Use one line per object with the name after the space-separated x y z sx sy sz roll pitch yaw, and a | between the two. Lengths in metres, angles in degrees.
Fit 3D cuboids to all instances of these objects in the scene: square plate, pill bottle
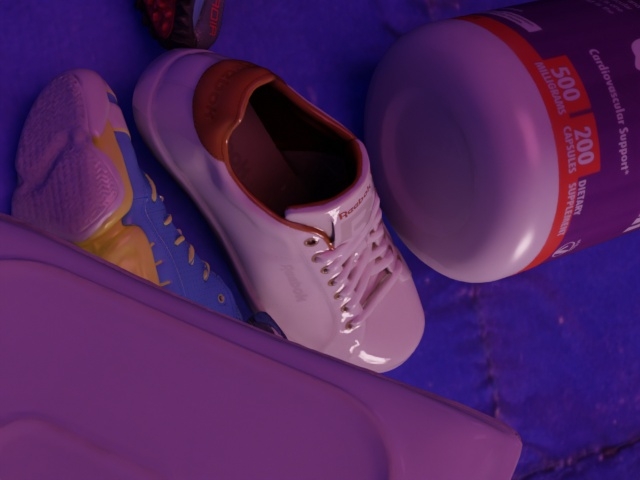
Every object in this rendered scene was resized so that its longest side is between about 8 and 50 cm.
-0.122 0.140 0.553 0.344 0.049 0.347 21 50 16 | square plate
0.204 -0.093 0.894 0.323 0.181 0.181 -17 96 -30 | pill bottle

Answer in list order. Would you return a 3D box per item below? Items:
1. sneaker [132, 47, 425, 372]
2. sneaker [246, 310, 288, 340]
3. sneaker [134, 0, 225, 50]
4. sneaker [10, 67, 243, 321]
0.000 0.000 0.787 0.106 0.123 0.290 -54 127 -18 | sneaker
-0.040 0.111 0.802 0.058 0.052 0.135 -15 117 -17 | sneaker
-0.043 -0.241 0.804 0.125 0.104 0.261 16 81 -32 | sneaker
-0.118 0.015 0.770 0.126 0.091 0.240 -1 87 -49 | sneaker
